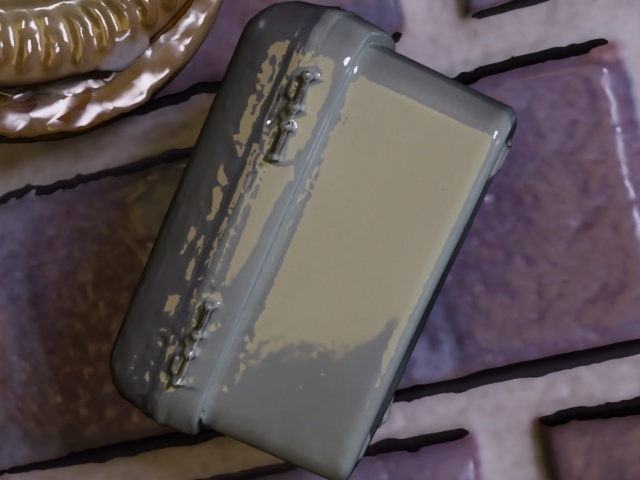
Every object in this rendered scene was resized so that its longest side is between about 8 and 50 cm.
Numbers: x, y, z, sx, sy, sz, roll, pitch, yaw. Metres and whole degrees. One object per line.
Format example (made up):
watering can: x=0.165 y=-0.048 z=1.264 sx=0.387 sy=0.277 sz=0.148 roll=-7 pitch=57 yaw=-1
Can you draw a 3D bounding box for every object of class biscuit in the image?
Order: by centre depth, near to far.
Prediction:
biscuit: x=-0.163 y=-0.175 z=0.655 sx=0.259 sy=0.079 sz=0.259 roll=4 pitch=77 yaw=-16

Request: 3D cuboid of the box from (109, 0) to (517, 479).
box: x=0.000 y=0.000 z=0.628 sx=0.129 sy=0.148 sz=0.210 roll=25 pitch=99 yaw=7
